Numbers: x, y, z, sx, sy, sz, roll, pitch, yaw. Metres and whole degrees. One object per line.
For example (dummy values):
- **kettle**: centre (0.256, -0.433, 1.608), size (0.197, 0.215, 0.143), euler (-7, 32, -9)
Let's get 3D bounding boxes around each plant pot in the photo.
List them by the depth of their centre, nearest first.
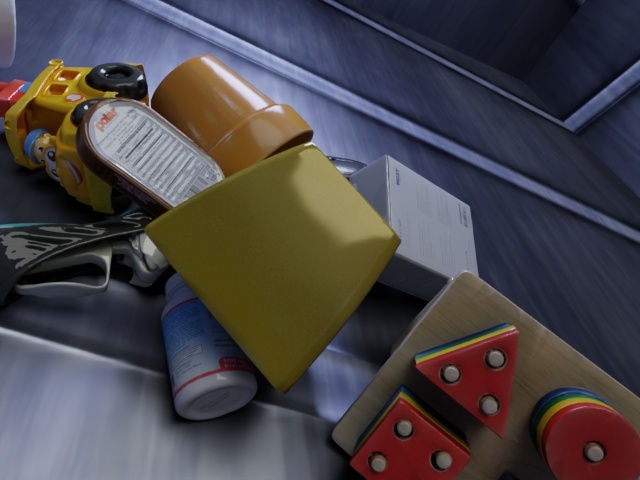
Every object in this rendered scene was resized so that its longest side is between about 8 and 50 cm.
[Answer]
- **plant pot**: centre (-0.028, 0.013, 0.549), size (0.212, 0.187, 0.212), euler (48, 0, 6)
- **plant pot**: centre (-0.148, -0.167, 0.725), size (0.188, 0.205, 0.205), euler (49, 37, 0)

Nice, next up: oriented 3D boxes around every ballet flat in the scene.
- **ballet flat**: centre (-0.252, 0.017, 0.576), size (0.281, 0.095, 0.096), euler (-15, 66, -33)

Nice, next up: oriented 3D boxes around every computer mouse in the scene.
- **computer mouse**: centre (0.037, -0.130, 0.935), size (0.272, 0.072, 0.188), euler (20, 23, -19)

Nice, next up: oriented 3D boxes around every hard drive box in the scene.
- **hard drive box**: centre (0.161, -0.010, 0.806), size (0.232, 0.089, 0.181), euler (24, 55, -35)

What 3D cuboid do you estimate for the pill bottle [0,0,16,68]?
- **pill bottle**: centre (-0.621, -0.335, 0.613), size (0.361, 0.204, 0.204), euler (-8, 51, -40)

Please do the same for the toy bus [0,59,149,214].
- **toy bus**: centre (-0.357, -0.158, 0.664), size (0.212, 0.149, 0.220), euler (7, 44, -11)

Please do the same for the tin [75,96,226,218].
- **tin**: centre (-0.198, -0.094, 0.576), size (0.190, 0.040, 0.106), euler (38, 50, -18)

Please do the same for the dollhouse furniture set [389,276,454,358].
- **dollhouse furniture set**: centre (0.241, 0.186, 0.662), size (0.242, 0.161, 0.212), euler (26, 36, -8)

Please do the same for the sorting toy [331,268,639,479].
- **sorting toy**: centre (0.182, 0.208, 0.507), size (0.257, 0.255, 0.089), euler (38, 6, 9)

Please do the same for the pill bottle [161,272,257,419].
- **pill bottle**: centre (-0.133, 0.112, 0.542), size (0.087, 0.087, 0.160), euler (4, 45, -33)
